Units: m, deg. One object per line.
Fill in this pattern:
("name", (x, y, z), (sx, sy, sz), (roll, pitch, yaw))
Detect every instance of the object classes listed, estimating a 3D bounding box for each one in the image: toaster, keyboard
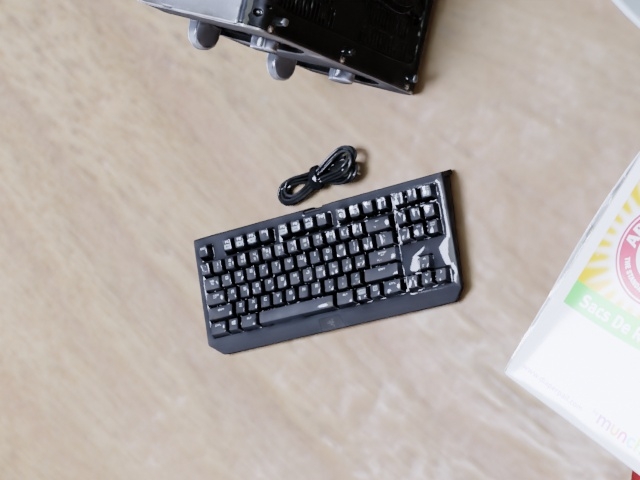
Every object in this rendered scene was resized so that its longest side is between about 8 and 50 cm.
("toaster", (-0.008, -0.188, 0.984), (0.110, 0.168, 0.185), (12, 89, 36))
("keyboard", (0.000, 0.000, 1.034), (0.180, 0.023, 0.108), (-14, 73, 30))

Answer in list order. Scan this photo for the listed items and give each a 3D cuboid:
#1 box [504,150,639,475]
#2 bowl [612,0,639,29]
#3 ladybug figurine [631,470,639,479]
("box", (0.189, 0.065, 0.640), (0.203, 0.114, 0.103), (37, 102, 35))
("bowl", (0.272, -0.201, 0.818), (0.298, 0.134, 0.297), (-6, 78, 33))
("ladybug figurine", (0.305, 0.068, 0.730), (0.449, 0.162, 0.305), (-42, 61, 21))
